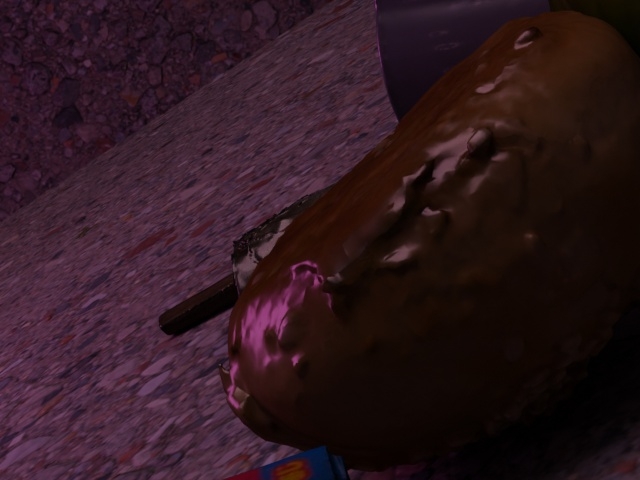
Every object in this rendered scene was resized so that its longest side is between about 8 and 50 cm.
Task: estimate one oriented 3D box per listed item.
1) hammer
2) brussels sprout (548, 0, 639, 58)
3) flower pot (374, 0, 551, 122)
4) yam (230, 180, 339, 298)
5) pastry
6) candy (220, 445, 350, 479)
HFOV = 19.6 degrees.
[{"bbox_3d":[0.000,0.000,1.733,0.365,0.043,0.111,-30,14,20],"label":"hammer"},{"bbox_3d":[0.284,-0.210,1.237,0.289,0.281,0.354,-26,41,-2],"label":"brussels sprout"},{"bbox_3d":[0.202,-0.187,1.529,0.243,0.265,0.265,-8,22,23],"label":"flower pot"},{"bbox_3d":[0.008,0.009,1.539,0.183,0.107,0.107,-29,13,3],"label":"yam"},{"bbox_3d":[0.093,0.018,1.106,0.316,0.184,0.284,-45,6,4],"label":"pastry"},{"bbox_3d":[-0.115,0.213,0.927,0.306,0.100,0.157,-18,13,-2],"label":"candy"}]
